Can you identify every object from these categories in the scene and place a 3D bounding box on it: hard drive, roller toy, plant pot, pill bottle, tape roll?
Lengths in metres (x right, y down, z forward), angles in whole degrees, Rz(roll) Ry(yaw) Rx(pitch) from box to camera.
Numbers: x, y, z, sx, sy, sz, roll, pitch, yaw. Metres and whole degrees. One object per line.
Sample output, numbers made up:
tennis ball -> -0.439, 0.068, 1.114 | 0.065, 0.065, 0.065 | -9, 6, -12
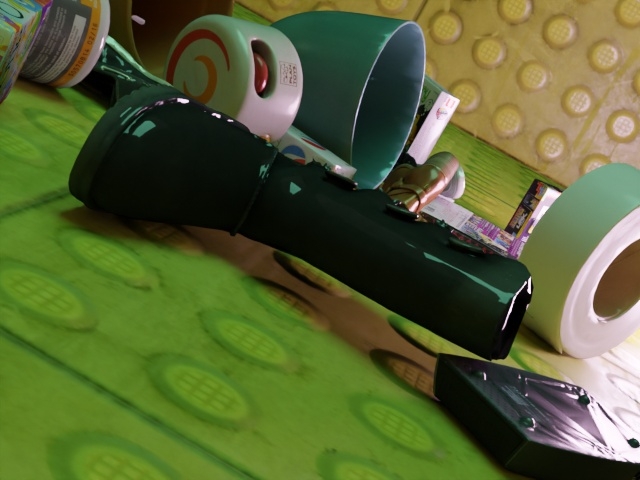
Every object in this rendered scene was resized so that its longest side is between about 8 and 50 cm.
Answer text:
hard drive -> 0.243, 0.198, 1.244 | 0.255, 0.054, 0.172 | 17, 19, -40
roller toy -> -0.126, -0.232, 1.739 | 0.146, 0.191, 0.209 | 3, 37, -46
plant pot -> 0.011, -0.254, 1.963 | 0.235, 0.293, 0.293 | 19, 10, 20
pill bottle -> -0.427, -0.309, 1.507 | 0.278, 0.162, 0.162 | 16, 19, -43
tape roll -> 0.414, 0.032, 1.706 | 0.286, 0.286, 0.100 | 13, 22, -49
plant pot -> -0.308, -0.418, 1.960 | 0.204, 0.290, 0.291 | 16, 7, 27

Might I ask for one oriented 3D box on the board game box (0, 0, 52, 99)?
board game box -> -0.401, -0.216, 1.264 | 0.142, 0.144, 0.275 | 26, 15, -12

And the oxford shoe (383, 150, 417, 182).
oxford shoe -> 0.064, -0.158, 2.156 | 0.227, 0.082, 0.096 | 28, -7, -1

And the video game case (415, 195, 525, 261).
video game case -> 0.268, -0.005, 2.043 | 0.210, 0.041, 0.232 | 29, 14, 7

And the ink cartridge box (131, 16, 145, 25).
ink cartridge box -> -0.344, -0.459, 2.217 | 0.273, 0.114, 0.197 | 19, 1, -39

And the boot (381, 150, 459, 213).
boot -> 0.123, -0.065, 1.879 | 0.073, 0.197, 0.152 | 48, 53, -3

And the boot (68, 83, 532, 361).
boot -> 0.001, -0.001, 1.254 | 0.445, 0.146, 0.367 | 32, 17, 15

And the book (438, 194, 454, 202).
book -> 0.177, -0.104, 2.251 | 0.144, 0.035, 0.096 | 37, 20, 25

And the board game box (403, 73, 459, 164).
board game box -> 0.179, -0.271, 2.503 | 0.053, 0.193, 0.305 | 23, 15, -25

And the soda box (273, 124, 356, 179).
soda box -> -0.051, -0.136, 1.812 | 0.216, 0.074, 0.069 | 37, 16, 29

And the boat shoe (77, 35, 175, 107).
boat shoe -> -0.267, -0.202, 1.670 | 0.233, 0.084, 0.079 | 38, 53, 8

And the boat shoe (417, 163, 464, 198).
boat shoe -> 0.208, -0.115, 2.139 | 0.063, 0.066, 0.184 | -3, 15, -17

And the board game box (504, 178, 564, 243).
board game box -> 0.456, -0.033, 2.306 | 0.170, 0.141, 0.048 | 18, 19, -37
